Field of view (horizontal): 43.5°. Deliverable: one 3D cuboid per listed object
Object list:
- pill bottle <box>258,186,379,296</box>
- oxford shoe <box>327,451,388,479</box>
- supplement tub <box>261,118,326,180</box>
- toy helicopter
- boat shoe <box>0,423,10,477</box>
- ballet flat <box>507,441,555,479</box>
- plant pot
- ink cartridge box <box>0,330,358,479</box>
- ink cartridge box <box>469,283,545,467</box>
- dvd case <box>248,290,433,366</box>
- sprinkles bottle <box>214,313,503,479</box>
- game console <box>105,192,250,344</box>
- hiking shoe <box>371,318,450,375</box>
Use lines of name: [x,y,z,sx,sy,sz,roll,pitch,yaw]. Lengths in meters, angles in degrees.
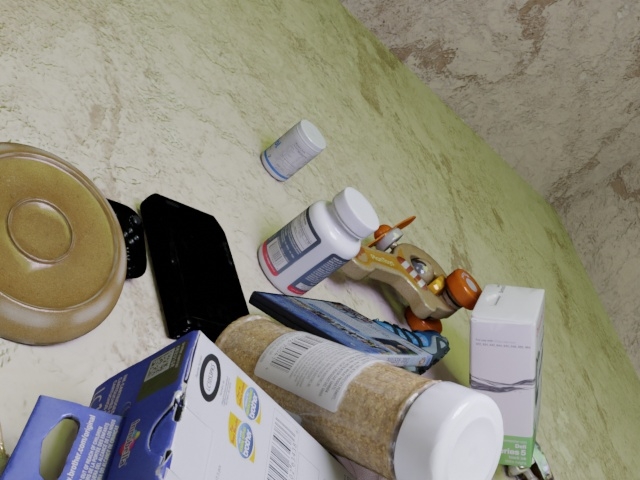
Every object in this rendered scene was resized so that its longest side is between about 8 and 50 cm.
pill bottle: [0.000,0.000,1.265,0.108,0.180,0.108,41,27,-26]
oxford shoe: [0.081,0.342,1.065,0.363,0.133,0.130,61,-20,-11]
supplement tub: [-0.051,-0.166,1.486,0.071,0.107,0.071,40,27,-25]
toy helicopter: [0.140,0.042,1.517,0.355,0.140,0.235,18,40,-48]
boat shoe: [-0.273,0.210,0.654,0.059,0.063,0.170,27,44,-49]
ballet flat: [0.398,0.452,1.509,0.079,0.077,0.221,-4,59,-39]
plant pot: [-0.302,-0.006,0.854,0.236,0.032,0.236,28,47,-34]
ink cartridge box: [-0.094,0.274,0.725,0.395,0.151,0.270,50,22,-26]
ink cartridge box: [0.340,0.238,1.462,0.198,0.115,0.273,-38,129,-65]
dvd case: [0.035,0.126,1.122,0.180,0.022,0.253,27,6,30]
sprinkles bottle: [0.025,0.178,0.895,0.355,0.121,0.121,14,-9,45]
game console: [-0.234,0.016,0.999,0.361,0.044,0.213,22,39,-48]
hiking shoe: [0.124,0.174,1.335,0.132,0.113,0.304,51,20,12]
